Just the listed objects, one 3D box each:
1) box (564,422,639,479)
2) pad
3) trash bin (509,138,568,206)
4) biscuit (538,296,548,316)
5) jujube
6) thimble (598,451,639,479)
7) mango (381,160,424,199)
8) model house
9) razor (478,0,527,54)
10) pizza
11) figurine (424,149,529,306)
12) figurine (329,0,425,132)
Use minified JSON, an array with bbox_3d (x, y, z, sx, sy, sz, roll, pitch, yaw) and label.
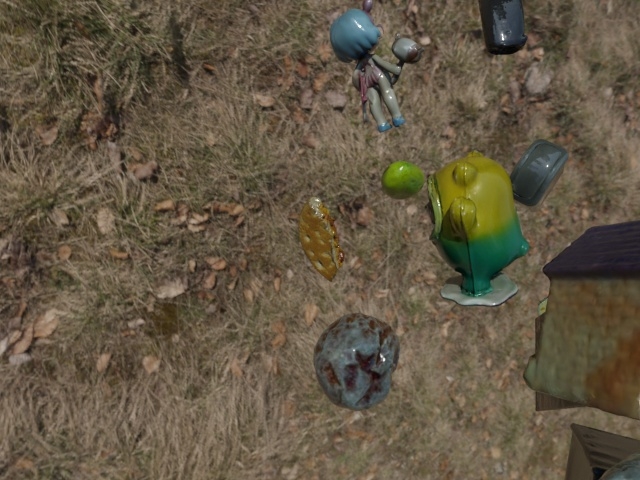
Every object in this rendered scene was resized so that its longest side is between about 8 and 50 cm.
[{"bbox_3d":[0.667,0.554,1.061,0.345,0.251,0.204,16,83,-69],"label":"box"},{"bbox_3d":[0.551,0.261,1.164,0.367,0.007,0.247,75,21,-69],"label":"pad"},{"bbox_3d":[0.601,-0.174,1.404,0.176,0.101,0.236,-61,156,8],"label":"trash bin"},{"bbox_3d":[0.785,0.203,1.511,0.250,0.147,0.046,-8,131,26],"label":"biscuit"},{"bbox_3d":[0.091,0.312,1.317,0.308,0.215,0.246,60,45,-72],"label":"jujube"},{"bbox_3d":[0.495,0.443,0.724,0.172,0.205,0.250,5,74,-45],"label":"thimble"},{"bbox_3d":[0.223,-0.168,1.406,0.117,0.089,0.163,-29,156,29],"label":"mango"},{"bbox_3d":[0.482,0.105,0.680,0.312,0.245,0.280,15,80,-12],"label":"model house"},{"bbox_3d":[0.389,-0.471,1.078,0.090,0.148,0.054,-3,166,5],"label":"razor"},{"bbox_3d":[0.002,-0.002,1.298,0.058,0.127,0.246,-44,120,-38],"label":"pizza"},{"bbox_3d":[0.367,-0.036,1.194,0.323,0.232,0.340,-43,127,-57],"label":"figurine"},{"bbox_3d":[0.111,-0.352,1.024,0.103,0.205,0.260,-26,98,-33],"label":"figurine"}]
